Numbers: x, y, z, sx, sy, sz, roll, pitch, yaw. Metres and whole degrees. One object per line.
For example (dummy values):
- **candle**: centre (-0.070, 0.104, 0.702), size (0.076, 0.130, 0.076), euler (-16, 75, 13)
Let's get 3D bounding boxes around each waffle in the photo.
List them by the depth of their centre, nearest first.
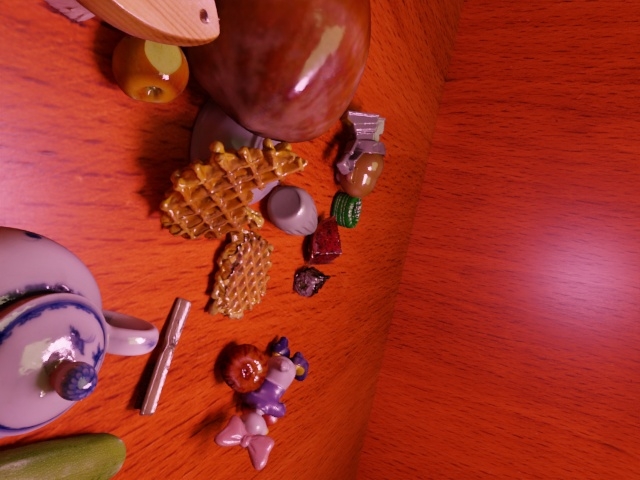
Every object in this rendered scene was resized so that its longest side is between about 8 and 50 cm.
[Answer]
- **waffle**: centre (-0.184, -0.095, 0.868), size (0.260, 0.069, 0.293), euler (-6, 151, -41)
- **waffle**: centre (-0.200, 0.091, 1.148), size (0.238, 0.059, 0.243), euler (8, 98, -69)

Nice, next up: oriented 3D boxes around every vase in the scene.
- **vase**: centre (-0.067, -0.072, 1.264), size (0.248, 0.128, 0.128), euler (46, 61, -73)

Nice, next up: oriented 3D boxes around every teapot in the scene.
- **teapot**: centre (-0.361, 0.116, 0.512), size (0.424, 0.280, 0.252), euler (20, 86, -67)

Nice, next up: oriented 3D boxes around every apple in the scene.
- **apple**: centre (-0.271, -0.271, 0.706), size (0.114, 0.099, 0.102), euler (19, 67, -43)

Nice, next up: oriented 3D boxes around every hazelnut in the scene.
- **hazelnut**: centre (-0.072, -0.373, 0.822), size (0.366, 0.366, 0.365), euler (-43, 141, -51)

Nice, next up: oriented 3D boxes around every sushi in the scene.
- **sushi**: centre (-0.033, 0.140, 1.476), size (0.084, 0.098, 0.094), euler (-14, 126, -59)

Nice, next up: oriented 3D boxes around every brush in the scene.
- **brush**: centre (-0.266, -0.354, 0.588), size (0.267, 0.166, 0.174), euler (35, 71, -60)
- **brush**: centre (-0.338, 0.243, 0.946), size (0.043, 0.036, 0.248), euler (55, 47, -65)

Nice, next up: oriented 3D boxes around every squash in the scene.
- **squash**: centre (-0.449, 0.366, 0.683), size (0.379, 0.101, 0.101), euler (28, 77, -64)

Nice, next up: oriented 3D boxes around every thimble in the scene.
- **thimble**: centre (0.096, -0.114, 1.630), size (0.118, 0.090, 0.130), euler (34, 72, -64)

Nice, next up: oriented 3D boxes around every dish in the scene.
- **dish**: centre (-0.154, -0.199, 0.996), size (0.303, 0.120, 0.303), euler (-42, 140, -50)

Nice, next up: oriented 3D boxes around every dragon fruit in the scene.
- **dragon fruit**: centre (-0.001, 0.001, 1.514), size (0.127, 0.120, 0.161), euler (7, 67, -27)

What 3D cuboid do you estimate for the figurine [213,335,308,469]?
- **figurine**: centre (-0.147, 0.449, 1.271), size (0.421, 0.154, 0.193), euler (-58, 175, -50)

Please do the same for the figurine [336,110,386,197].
- **figurine**: centre (0.141, -0.291, 1.541), size (0.343, 0.167, 0.284), euler (-6, 101, -44)

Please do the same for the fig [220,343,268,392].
- **fig**: centre (-0.210, 0.331, 1.193), size (0.128, 0.150, 0.128), euler (-18, 131, -22)
